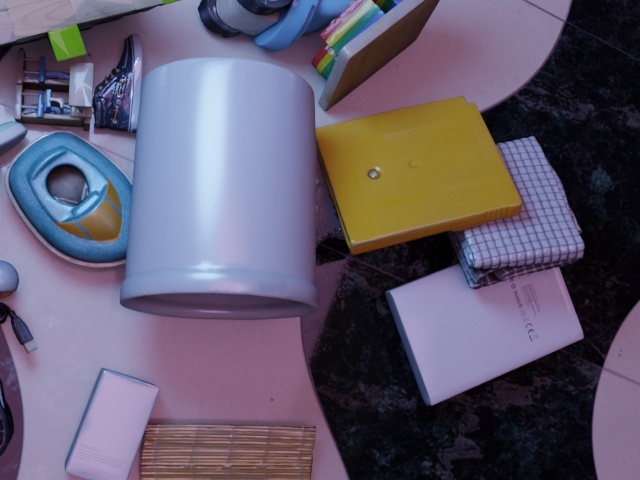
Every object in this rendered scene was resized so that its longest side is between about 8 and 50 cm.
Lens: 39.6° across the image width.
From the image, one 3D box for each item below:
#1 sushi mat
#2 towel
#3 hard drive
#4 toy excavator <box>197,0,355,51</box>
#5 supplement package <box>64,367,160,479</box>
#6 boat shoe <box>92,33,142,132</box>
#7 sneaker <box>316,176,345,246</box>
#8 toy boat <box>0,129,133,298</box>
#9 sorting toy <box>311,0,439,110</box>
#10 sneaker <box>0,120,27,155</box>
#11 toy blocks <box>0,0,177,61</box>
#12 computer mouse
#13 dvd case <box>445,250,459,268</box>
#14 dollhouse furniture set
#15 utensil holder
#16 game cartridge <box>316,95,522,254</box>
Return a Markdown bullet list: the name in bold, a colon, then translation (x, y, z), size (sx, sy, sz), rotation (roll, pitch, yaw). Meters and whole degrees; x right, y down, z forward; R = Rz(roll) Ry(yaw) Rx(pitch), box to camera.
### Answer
- **sushi mat**: translation (-0.164, 0.403, 1.607), size (0.317, 0.019, 0.151), rotation (4, 100, -15)
- **towel**: translation (0.354, -0.052, 1.717), size (0.235, 0.121, 0.283), rotation (-10, 58, -11)
- **hard drive**: translation (0.324, 0.147, 1.743), size (0.353, 0.047, 0.232), rotation (-20, 91, -17)
- **toy excavator**: translation (0.037, -0.539, 1.708), size (0.445, 0.222, 0.432), rotation (17, 79, -27)
- **supplement package**: translation (-0.359, 0.320, 1.534), size (0.105, 0.105, 0.179), rotation (21, 80, -12)
- **boat shoe**: translation (-0.369, -0.289, 1.616), size (0.083, 0.065, 0.183), rotation (2, 84, -17)
- **sneaker**: translation (0.000, 0.000, 1.680), size (0.132, 0.086, 0.228), rotation (20, 78, -15)
- **toy boat**: translation (-0.455, -0.020, 1.521), size (0.267, 0.148, 0.318), rotation (43, 75, -8)
- **sorting toy**: translation (0.093, -0.390, 1.660), size (0.255, 0.257, 0.089), rotation (-40, 86, -16)
- **sneaker**: translation (-0.643, -0.191, 1.513), size (0.256, 0.094, 0.151), rotation (-23, 90, -15)
- **toy blocks**: translation (-0.442, -0.407, 1.517), size (0.382, 0.261, 0.190), rotation (-19, 105, -17)
- **computer mouse**: translation (-0.562, 0.237, 1.514), size (0.184, 0.060, 0.262), rotation (-25, 79, -12)
- **dvd case**: translation (0.338, 0.078, 1.793), size (0.179, 0.029, 0.238), rotation (29, 78, -11)
- **dollhouse furniture set**: translation (-0.458, -0.274, 1.528), size (0.130, 0.184, 0.128), rotation (2, 84, -15)
- **utensil holder**: translation (-0.162, -0.073, 1.513), size (0.328, 0.327, 0.385), rotation (5, 76, -15)
- **game cartridge**: translation (0.175, -0.129, 1.665), size (0.324, 0.052, 0.285), rotation (-12, 57, -6)
